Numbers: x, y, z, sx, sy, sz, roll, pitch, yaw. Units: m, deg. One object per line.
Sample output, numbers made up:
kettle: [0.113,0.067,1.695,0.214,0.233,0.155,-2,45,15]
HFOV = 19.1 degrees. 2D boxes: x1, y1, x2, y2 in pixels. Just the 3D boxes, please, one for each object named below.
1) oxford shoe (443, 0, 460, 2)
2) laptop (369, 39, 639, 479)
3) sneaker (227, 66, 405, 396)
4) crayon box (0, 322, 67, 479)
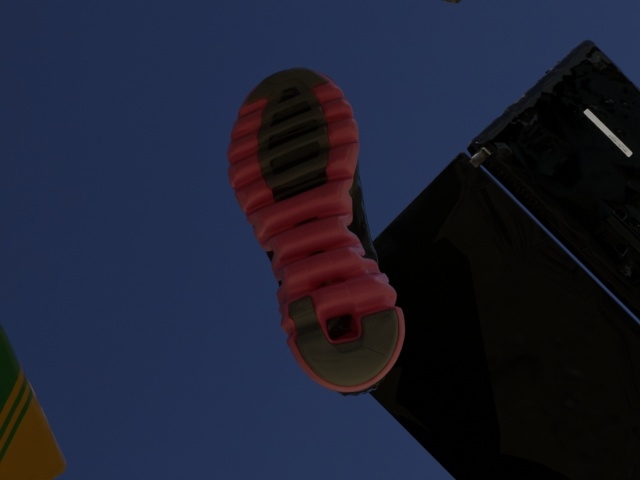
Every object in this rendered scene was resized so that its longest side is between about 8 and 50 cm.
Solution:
oxford shoe: [0.093,-0.202,0.982,0.123,0.130,0.348,-46,7,-7]
laptop: [0.167,0.035,1.269,0.264,0.234,0.136,-42,-5,-43]
sneaker: [0.000,0.000,0.650,0.047,0.119,0.057,-13,-20,5]
crayon box: [-0.205,0.015,0.805,0.081,0.202,0.318,-35,-16,-13]
